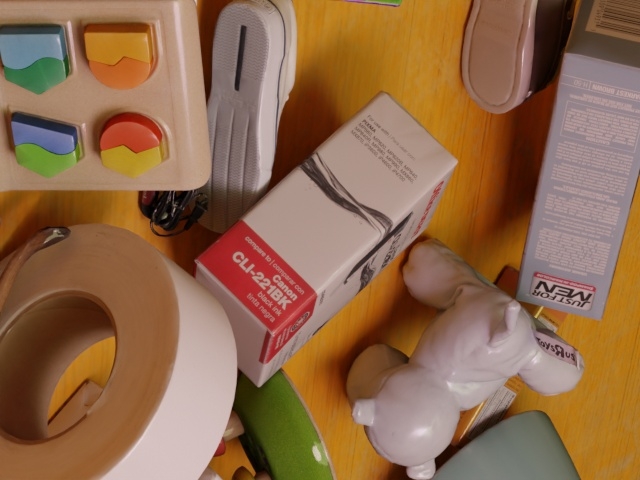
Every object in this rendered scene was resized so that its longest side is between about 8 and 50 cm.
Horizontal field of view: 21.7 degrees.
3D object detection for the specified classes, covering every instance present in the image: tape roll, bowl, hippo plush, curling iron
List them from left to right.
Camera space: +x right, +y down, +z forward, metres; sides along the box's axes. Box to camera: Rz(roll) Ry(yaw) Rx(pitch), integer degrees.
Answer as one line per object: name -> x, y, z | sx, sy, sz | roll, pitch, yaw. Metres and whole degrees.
tape roll -> -0.218, 0.132, 1.511 | 0.286, 0.286, 0.100 | -54, 140, -6
curling iron -> -0.136, -0.132, 1.621 | 0.068, 0.035, 0.274 | 4, 112, -3
hippo plush -> 0.162, 0.169, 1.950 | 0.234, 0.294, 0.236 | 38, 92, -28
bowl -> 0.235, 0.387, 2.160 | 0.311, 0.163, 0.311 | -32, 151, -21

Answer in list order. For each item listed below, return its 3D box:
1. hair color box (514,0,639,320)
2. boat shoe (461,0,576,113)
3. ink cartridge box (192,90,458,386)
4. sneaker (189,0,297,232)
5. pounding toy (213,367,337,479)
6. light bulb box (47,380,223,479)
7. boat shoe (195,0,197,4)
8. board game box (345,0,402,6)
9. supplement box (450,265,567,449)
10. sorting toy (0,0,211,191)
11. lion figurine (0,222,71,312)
hair color box -> 0.320, -0.108, 1.936 | 0.185, 0.113, 0.374 | -66, 167, -45
boat shoe -> 0.238, -0.299, 1.854 | 0.097, 0.116, 0.324 | -23, 132, -41
ink cartridge box -> 0.000, 0.000, 1.727 | 0.273, 0.114, 0.197 | -44, 170, -19
sneaker -> -0.067, -0.127, 1.662 | 0.091, 0.094, 0.258 | -36, 148, -54
pounding toy -> -0.067, 0.248, 1.836 | 0.110, 0.183, 0.237 | -24, 134, -16
light bulb box -> -0.207, 0.406, 1.736 | 0.358, 0.225, 0.361 | -49, 138, -12
boat shoe -> -0.161, -0.164, 1.523 | 0.098, 0.096, 0.277 | -6, 115, -25
board game box -> -0.133, -0.401, 1.220 | 0.356, 0.356, 0.356 | -3, 115, -45
supplement box -> 0.220, 0.156, 2.136 | 0.233, 0.078, 0.080 | -56, 143, -2
sorting toy -> -0.207, -0.123, 1.475 | 0.208, 0.038, 0.193 | -2, 123, 1
lion figurine -> -0.391, 0.084, 1.407 | 0.392, 0.142, 0.240 | 3, 98, -40
